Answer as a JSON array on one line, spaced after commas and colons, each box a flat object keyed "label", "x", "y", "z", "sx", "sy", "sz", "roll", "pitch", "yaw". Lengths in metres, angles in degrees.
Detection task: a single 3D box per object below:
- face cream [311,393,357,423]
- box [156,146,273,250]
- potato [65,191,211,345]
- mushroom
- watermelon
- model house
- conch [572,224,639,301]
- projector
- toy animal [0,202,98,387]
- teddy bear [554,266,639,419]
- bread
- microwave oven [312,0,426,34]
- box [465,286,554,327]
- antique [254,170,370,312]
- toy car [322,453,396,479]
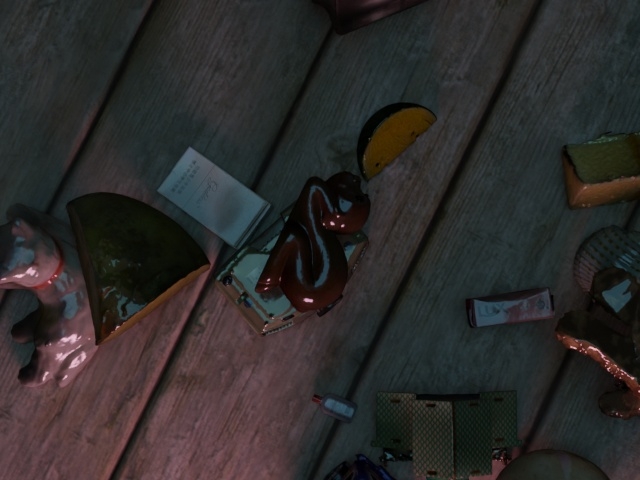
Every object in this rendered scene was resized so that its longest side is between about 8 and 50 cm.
[{"label": "face cream", "x": 0.024, "y": 0.306, "z": 1.904, "sx": 0.083, "sy": 0.021, "sz": 0.040, "roll": 23, "pitch": 85, "yaw": 3}, {"label": "box", "x": -0.199, "y": -0.078, "z": 1.942, "sx": 0.198, "sy": 0.029, "sz": 0.109, "roll": 36, "pitch": 87, "yaw": 5}, {"label": "potato", "x": -0.362, "y": 0.010, "z": 1.840, "sx": 0.255, "sy": 0.112, "sz": 0.269, "roll": 48, "pitch": 54, "yaw": 6}, {"label": "mushroom", "x": 0.403, "y": 0.484, "z": 1.797, "sx": 0.254, "sy": 0.184, "sz": 0.255, "roll": 0, "pitch": 85, "yaw": 4}, {"label": "watermelon", "x": 0.130, "y": -0.204, "z": 1.922, "sx": 0.181, "sy": 0.075, "sz": 0.092, "roll": -39, "pitch": 89, "yaw": -4}, {"label": "model house", "x": 0.225, "y": 0.348, "z": 1.802, "sx": 0.271, "sy": 0.206, "sz": 0.178, "roll": 2, "pitch": 84, "yaw": 1}, {"label": "conch", "x": 0.540, "y": 0.033, "z": 1.882, "sx": 0.153, "sy": 0.102, "sz": 0.135, "roll": -36, "pitch": 69, "yaw": -2}, {"label": "projector", "x": -0.043, "y": 0.051, "z": 1.896, "sx": 0.269, "sy": 0.088, "sz": 0.193, "roll": -41, "pitch": 82, "yaw": -4}, {"label": "toy animal", "x": -0.512, "y": 0.109, "z": 1.862, "sx": 0.266, "sy": 0.188, "sz": 0.308, "roll": 24, "pitch": 82, "yaw": -6}, {"label": "teddy bear", "x": 0.571, "y": 0.211, "z": 1.828, "sx": 0.296, "sy": 0.222, "sz": 0.246, "roll": 37, "pitch": 73, "yaw": 20}, {"label": "bread", "x": 0.583, "y": -0.130, "z": 1.887, "sx": 0.266, "sy": 0.142, "sz": 0.178, "roll": -6, "pitch": 44, "yaw": 2}, {"label": "microwave oven", "x": 0.078, "y": -0.649, "z": 1.885, "sx": 0.374, "sy": 0.236, "sz": 0.432, "roll": -22, "pitch": 84, "yaw": -1}, {"label": "box", "x": 0.342, "y": 0.122, "z": 1.870, "sx": 0.156, "sy": 0.111, "sz": 0.060, "roll": -10, "pitch": 85, "yaw": 2}, {"label": "antique", "x": 0.000, "y": 0.000, "z": 1.798, "sx": 0.143, "sy": 0.121, "sz": 0.257, "roll": 24, "pitch": 84, "yaw": 2}, {"label": "toy car", "x": 0.048, "y": 0.508, "z": 1.815, "sx": 0.235, "sy": 0.158, "sz": 0.172, "roll": -44, "pitch": 85, "yaw": -2}]
